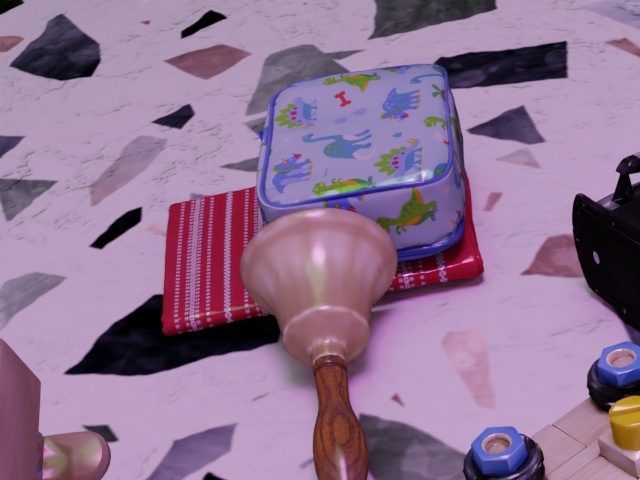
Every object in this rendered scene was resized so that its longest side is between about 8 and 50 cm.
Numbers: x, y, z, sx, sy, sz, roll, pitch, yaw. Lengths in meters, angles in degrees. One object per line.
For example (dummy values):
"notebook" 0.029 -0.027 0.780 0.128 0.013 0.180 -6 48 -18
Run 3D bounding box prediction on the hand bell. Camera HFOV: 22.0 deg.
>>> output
"hand bell" 0.009 0.104 1.220 0.126 0.126 0.242 -11 45 4

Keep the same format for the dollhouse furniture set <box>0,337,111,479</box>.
"dollhouse furniture set" -0.182 0.182 1.049 0.161 0.212 0.242 -9 58 11

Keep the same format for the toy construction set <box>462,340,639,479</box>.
"toy construction set" 0.205 0.145 0.937 0.327 0.151 0.215 -18 29 -29

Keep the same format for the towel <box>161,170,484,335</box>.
"towel" 0.000 0.000 1.424 0.275 0.031 0.199 -12 32 4

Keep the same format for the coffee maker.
"coffee maker" 0.310 -0.001 1.250 0.178 0.120 0.171 -26 57 -17

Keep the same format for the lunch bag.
"lunch bag" 0.033 -0.064 1.397 0.176 0.090 0.219 -9 33 7
